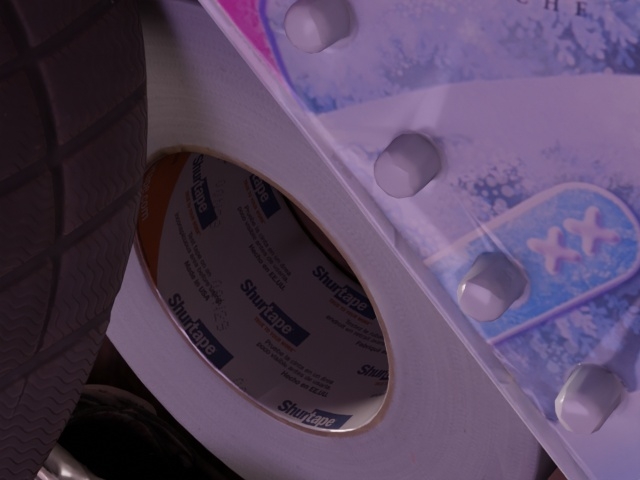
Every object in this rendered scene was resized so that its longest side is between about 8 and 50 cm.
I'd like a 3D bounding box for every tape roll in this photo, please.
[{"bbox_3d":[0.000,0.000,0.475,0.219,0.072,0.219,28,140,27],"label":"tape roll"}]

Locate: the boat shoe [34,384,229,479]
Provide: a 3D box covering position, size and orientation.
[{"bbox_3d":[-0.078,0.117,0.633,0.335,0.112,0.096,28,103,62],"label":"boat shoe"}]

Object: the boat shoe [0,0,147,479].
[{"bbox_3d":[-0.131,-0.075,0.406,0.130,0.132,0.356,6,88,52],"label":"boat shoe"}]

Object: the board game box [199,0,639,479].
[{"bbox_3d":[0.140,-0.048,0.225,0.390,0.050,0.390,52,135,-5],"label":"board game box"}]
